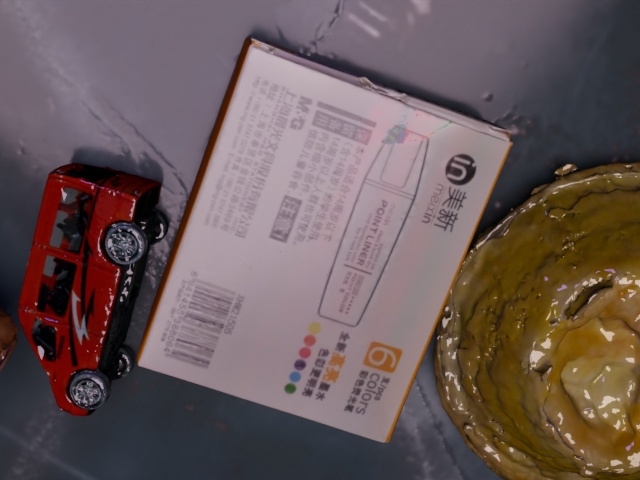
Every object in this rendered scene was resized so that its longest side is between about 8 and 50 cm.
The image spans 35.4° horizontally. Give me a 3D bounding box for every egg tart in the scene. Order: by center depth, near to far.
[{"bbox_3d":[0.245,0.094,0.816,0.315,0.120,0.315,-1,105,-2],"label":"egg tart"}]

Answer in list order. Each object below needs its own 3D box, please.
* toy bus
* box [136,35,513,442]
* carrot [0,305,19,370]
[{"bbox_3d":[-0.185,0.040,0.797,0.089,0.081,0.195,16,104,2],"label":"toy bus"},{"bbox_3d":[0.000,0.000,0.789,0.221,0.091,0.274,21,103,-10],"label":"box"},{"bbox_3d":[-0.369,0.033,0.751,0.254,0.196,0.196,38,100,-23],"label":"carrot"}]
